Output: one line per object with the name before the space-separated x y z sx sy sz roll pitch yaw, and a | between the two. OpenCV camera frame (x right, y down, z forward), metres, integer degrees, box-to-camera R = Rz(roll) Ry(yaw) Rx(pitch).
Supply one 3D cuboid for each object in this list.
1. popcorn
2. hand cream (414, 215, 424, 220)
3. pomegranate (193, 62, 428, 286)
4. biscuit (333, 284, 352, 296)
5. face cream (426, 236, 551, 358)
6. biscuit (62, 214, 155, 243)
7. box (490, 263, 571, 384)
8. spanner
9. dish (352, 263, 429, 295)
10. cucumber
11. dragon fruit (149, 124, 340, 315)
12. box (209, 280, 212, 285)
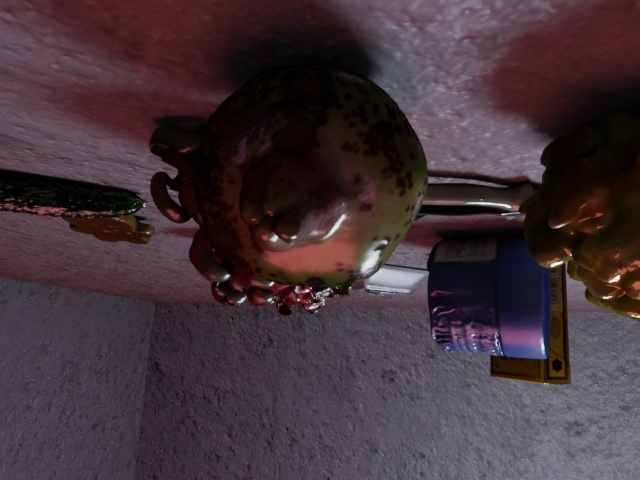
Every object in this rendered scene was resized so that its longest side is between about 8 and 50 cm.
popcorn | 0.341 -0.022 0.520 0.258 0.223 0.270 2 177 45
hand cream | 0.093 -0.032 0.937 0.120 0.061 0.271 8 162 -30
pomegranate | -0.017 -0.044 0.451 0.214 0.214 0.248 1 -160 10
biscuit | 0.000 0.001 0.798 0.144 0.203 0.016 -1 140 25
face cream | 0.359 0.117 1.095 0.225 0.248 0.249 -1 168 29
biscuit | -0.441 -0.036 1.083 0.180 0.039 0.236 6 167 -1
box | 0.499 0.186 1.256 0.084 0.301 0.193 6 169 -17
spanner | 0.264 -0.059 0.777 0.325 0.040 0.095 1 169 -3
dish | 0.188 0.125 1.594 0.243 0.080 0.182 9 167 -23
cucumber | -0.442 -0.069 0.865 0.294 0.067 0.067 7 167 -22
dragon fruit | -0.079 -0.021 0.651 0.273 0.218 0.198 22 -162 -45
box | -0.184 0.059 1.219 0.135 0.151 0.151 9 169 8
